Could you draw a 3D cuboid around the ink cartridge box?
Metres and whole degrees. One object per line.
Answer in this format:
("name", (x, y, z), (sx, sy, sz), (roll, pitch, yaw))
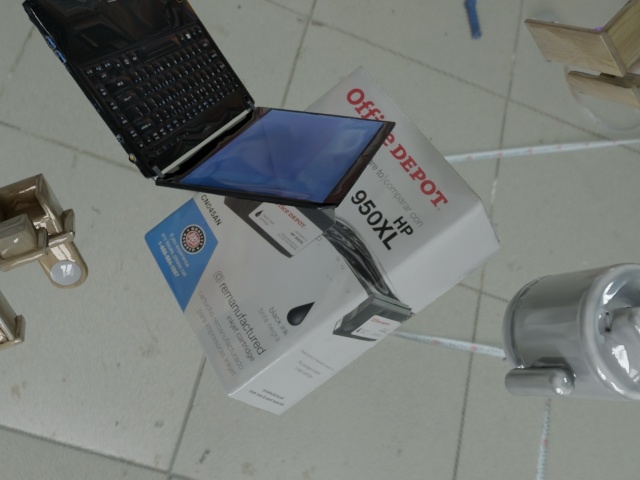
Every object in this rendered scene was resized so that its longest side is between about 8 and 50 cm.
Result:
("ink cartridge box", (0.000, 0.000, 0.999), (0.395, 0.166, 0.285), (-38, 60, 5))

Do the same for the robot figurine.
("robot figurine", (0.417, 0.145, 1.126), (0.300, 0.353, 0.200), (-30, 92, -21))

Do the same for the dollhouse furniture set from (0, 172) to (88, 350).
("dollhouse furniture set", (-0.357, 0.134, 0.668), (0.303, 0.174, 0.355), (-21, 37, -5))

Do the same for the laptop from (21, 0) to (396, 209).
("laptop", (-0.078, -0.151, 0.658), (0.264, 0.136, 0.234), (56, 28, -12))

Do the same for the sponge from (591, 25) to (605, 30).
("sponge", (0.596, -0.402, 1.384), (0.210, 0.117, 0.031), (-9, 96, 21))

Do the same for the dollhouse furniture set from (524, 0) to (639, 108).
("dollhouse furniture set", (0.345, -0.231, 0.797), (0.151, 0.123, 0.144), (-45, 121, -1))
